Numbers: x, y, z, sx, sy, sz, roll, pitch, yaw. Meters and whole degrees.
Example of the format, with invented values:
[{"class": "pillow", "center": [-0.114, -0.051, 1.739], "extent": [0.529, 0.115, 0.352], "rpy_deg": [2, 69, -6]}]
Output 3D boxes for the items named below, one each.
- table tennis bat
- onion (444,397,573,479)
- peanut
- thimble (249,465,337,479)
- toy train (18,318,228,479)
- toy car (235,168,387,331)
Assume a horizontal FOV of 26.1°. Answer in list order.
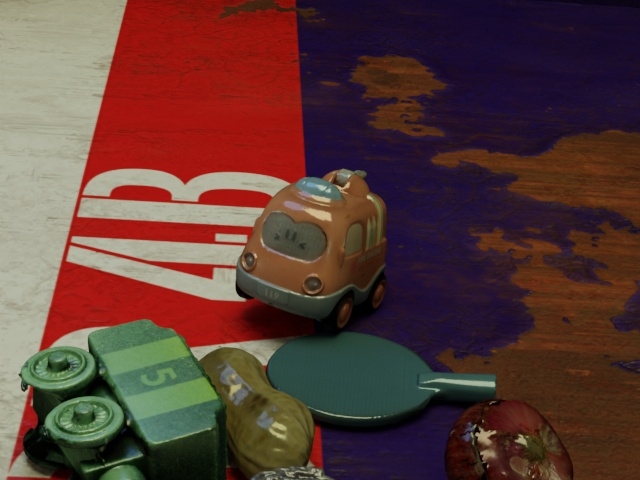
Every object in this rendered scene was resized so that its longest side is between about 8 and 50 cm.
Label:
[{"class": "table tennis bat", "center": [0.085, 0.198, 1.962], "extent": [0.329, 0.044, 0.215], "rpy_deg": [5, 28, 3]}, {"class": "onion", "center": [0.227, 0.291, 1.739], "extent": [0.184, 0.147, 0.184], "rpy_deg": [14, 62, -28]}, {"class": "peanut", "center": [-0.084, 0.225, 1.811], "extent": [0.125, 0.111, 0.274], "rpy_deg": [-6, 31, -27]}, {"class": "thimble", "center": [-0.028, 0.344, 1.624], "extent": [0.150, 0.098, 0.150], "rpy_deg": [4, 30, -3]}, {"class": "toy train", "center": [-0.245, 0.224, 1.718], "extent": [0.238, 0.167, 0.299], "rpy_deg": [-14, 35, -22]}, {"class": "toy car", "center": [0.000, 0.000, 2.095], "extent": [0.180, 0.213, 0.270], "rpy_deg": [19, 20, 22]}]
